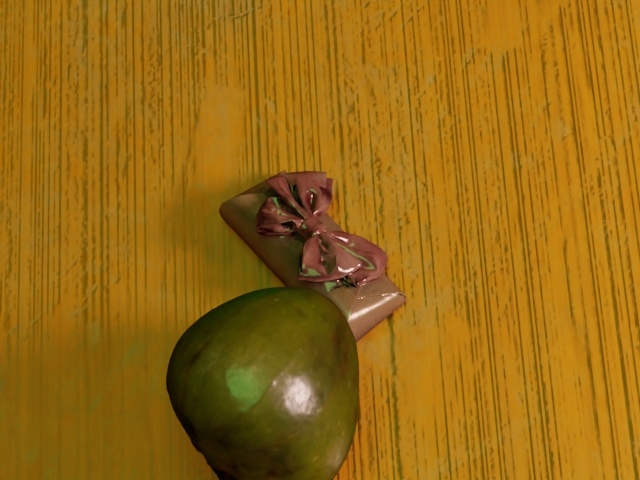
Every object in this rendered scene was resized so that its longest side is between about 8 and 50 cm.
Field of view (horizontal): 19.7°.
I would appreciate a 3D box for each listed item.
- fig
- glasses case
[{"bbox_3d":[-0.044,0.130,1.617,0.181,0.181,0.191,27,67,20],"label":"fig"},{"bbox_3d":[0.000,0.000,1.721,0.102,0.070,0.193,-39,66,-9],"label":"glasses case"}]
